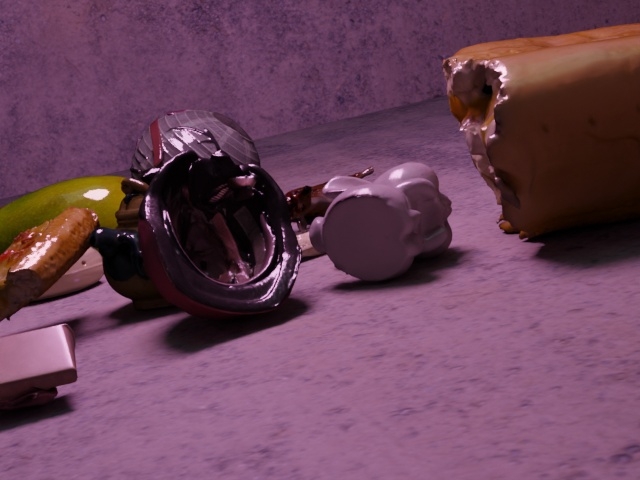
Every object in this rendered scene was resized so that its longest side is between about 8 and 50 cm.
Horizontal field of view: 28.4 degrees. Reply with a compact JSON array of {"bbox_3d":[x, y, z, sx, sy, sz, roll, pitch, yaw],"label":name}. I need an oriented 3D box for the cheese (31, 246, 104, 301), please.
[{"bbox_3d":[-0.450,0.062,1.951,0.227,0.064,0.137,-16,7,-30],"label":"cheese"}]

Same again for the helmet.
[{"bbox_3d":[-0.135,0.010,1.560,0.198,0.253,0.154,11,-35,-19],"label":"helmet"}]

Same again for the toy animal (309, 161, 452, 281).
[{"bbox_3d":[0.074,-0.022,1.621,0.179,0.127,0.193,-11,12,16],"label":"toy animal"}]

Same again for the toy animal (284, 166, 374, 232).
[{"bbox_3d":[-0.017,-0.057,2.128,0.260,0.087,0.243,-18,-2,-22],"label":"toy animal"}]

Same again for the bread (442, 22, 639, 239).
[{"bbox_3d":[0.369,-0.141,1.623,0.394,0.250,0.361,-8,12,1],"label":"bread"}]

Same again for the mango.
[{"bbox_3d":[-0.441,-0.017,2.126,0.343,0.156,0.192,-15,0,5],"label":"mango"}]

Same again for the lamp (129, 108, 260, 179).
[{"bbox_3d":[-0.227,-0.120,2.262,0.233,0.233,0.265,-12,8,1],"label":"lamp"}]

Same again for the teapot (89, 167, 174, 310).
[{"bbox_3d":[-0.208,-0.011,1.727,0.173,0.182,0.269,-5,12,40],"label":"teapot"}]

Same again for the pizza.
[{"bbox_3d":[-0.423,0.064,1.645,0.288,0.075,0.280,-36,10,8],"label":"pizza"}]

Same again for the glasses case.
[{"bbox_3d":[-0.341,0.160,1.306,0.194,0.070,0.102,-12,37,-13],"label":"glasses case"}]

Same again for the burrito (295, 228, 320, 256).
[{"bbox_3d":[0.000,0.000,1.840,0.186,0.041,0.045,-17,53,-31],"label":"burrito"}]
